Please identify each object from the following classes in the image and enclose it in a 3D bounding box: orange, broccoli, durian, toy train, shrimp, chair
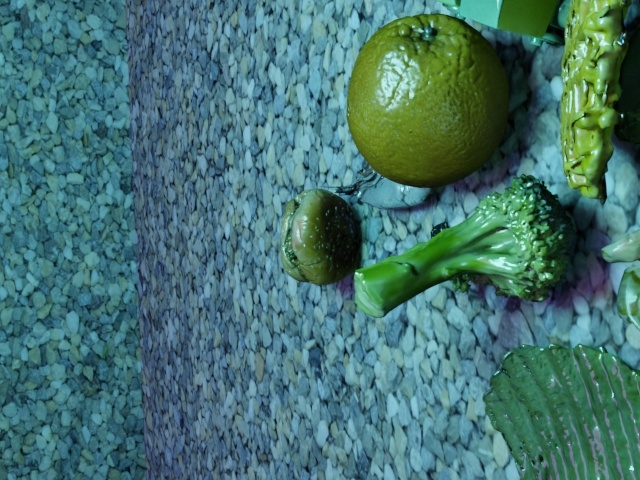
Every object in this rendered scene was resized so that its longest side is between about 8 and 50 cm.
[{"bbox_3d":[0.211,-0.277,1.406,0.322,0.322,0.357,58,165,34],"label":"orange"},{"bbox_3d":[0.281,0.020,1.295,0.353,0.397,0.274,-54,52,32],"label":"broccoli"},{"bbox_3d":[0.500,-0.234,1.015,0.198,0.394,0.163,-42,99,17],"label":"durian"},{"bbox_3d":[0.306,-0.481,1.329,0.397,0.253,0.160,41,123,44],"label":"toy train"},{"bbox_3d":[0.145,-0.142,1.705,0.343,0.117,0.145,-4,89,48],"label":"shrimp"},{"bbox_3d":[0.272,-0.020,1.608,0.086,0.042,0.037,78,176,-70],"label":"chair"}]

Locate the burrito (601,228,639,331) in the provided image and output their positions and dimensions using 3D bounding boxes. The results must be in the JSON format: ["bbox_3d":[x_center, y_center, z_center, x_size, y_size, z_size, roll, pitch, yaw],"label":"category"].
[{"bbox_3d":[0.597,0.026,1.060,0.332,0.135,0.190,-40,61,49],"label":"burrito"}]

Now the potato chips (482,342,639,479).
[{"bbox_3d":[0.466,0.373,1.311,0.389,0.097,0.373,59,135,31],"label":"potato chips"}]

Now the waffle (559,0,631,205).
[{"bbox_3d":[0.422,-0.272,1.087,0.095,0.382,0.379,5,134,15],"label":"waffle"}]

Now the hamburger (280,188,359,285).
[{"bbox_3d":[0.000,0.000,1.803,0.146,0.286,0.243,1,51,29],"label":"hamburger"}]
